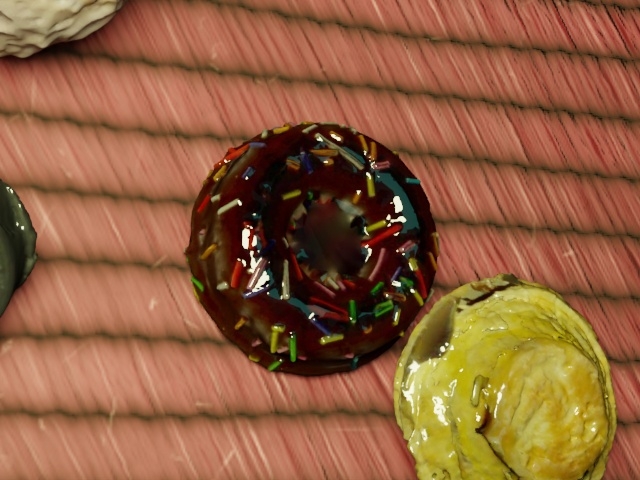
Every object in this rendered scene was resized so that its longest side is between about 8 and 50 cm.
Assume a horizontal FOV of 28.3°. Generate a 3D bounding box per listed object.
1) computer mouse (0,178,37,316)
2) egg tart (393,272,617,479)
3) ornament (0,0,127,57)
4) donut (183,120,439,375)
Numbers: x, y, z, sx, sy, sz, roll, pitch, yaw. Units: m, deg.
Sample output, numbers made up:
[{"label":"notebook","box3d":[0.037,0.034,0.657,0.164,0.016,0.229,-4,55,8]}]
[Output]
[{"label":"computer mouse","box3d":[-0.361,0.030,0.949,0.295,0.087,0.168,-27,118,-12]},{"label":"egg tart","box3d":[0.178,0.149,1.127,0.241,0.106,0.241,2,85,-23]},{"label":"ornament","box3d":[-0.250,-0.275,0.995,0.259,0.225,0.259,-8,103,-35]},{"label":"donut","box3d":[0.000,0.000,1.107,0.235,0.089,0.235,4,77,-19]}]
